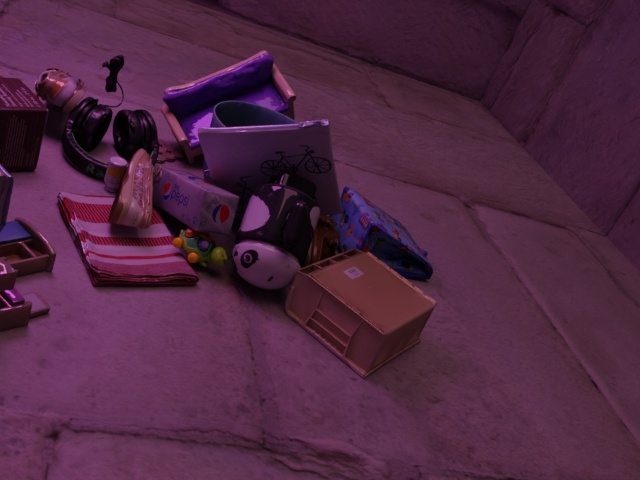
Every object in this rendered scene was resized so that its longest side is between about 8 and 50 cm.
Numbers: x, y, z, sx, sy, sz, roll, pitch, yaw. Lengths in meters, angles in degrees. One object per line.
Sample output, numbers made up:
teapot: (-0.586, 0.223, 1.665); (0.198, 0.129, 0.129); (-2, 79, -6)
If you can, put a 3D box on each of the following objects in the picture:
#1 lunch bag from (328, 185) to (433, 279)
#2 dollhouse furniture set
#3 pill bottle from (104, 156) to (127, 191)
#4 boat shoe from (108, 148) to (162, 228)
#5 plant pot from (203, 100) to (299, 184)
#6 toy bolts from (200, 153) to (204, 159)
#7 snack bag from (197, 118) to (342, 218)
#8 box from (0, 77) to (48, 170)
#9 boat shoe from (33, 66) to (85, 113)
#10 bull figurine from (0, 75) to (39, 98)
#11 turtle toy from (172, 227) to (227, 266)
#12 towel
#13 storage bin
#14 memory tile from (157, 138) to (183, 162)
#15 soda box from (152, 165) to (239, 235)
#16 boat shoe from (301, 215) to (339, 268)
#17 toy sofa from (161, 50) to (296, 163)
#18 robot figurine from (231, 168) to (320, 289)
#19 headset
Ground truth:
lunch bag: (0.190, -0.005, 2.089); (0.293, 0.138, 0.221); (20, 23, -29)
dollhouse furniture set: (-0.558, -0.054, 1.349); (0.286, 0.303, 0.198); (38, 31, 24)
pill bottle: (-0.508, -0.162, 1.824); (0.043, 0.083, 0.043); (20, 27, -11)
boat shoe: (-0.429, -0.118, 1.744); (0.089, 0.104, 0.285); (22, 33, -17)
plant pot: (-0.184, -0.206, 2.002); (0.293, 0.235, 0.293); (19, 28, -10)
toy bolts: (-0.287, -0.312, 2.280); (0.218, 0.158, 0.228); (-35, 66, -13)
snack bag: (-0.120, -0.168, 1.797); (0.323, 0.342, 0.037); (-2, 53, 7)
box: (-0.773, -0.270, 1.709); (0.203, 0.167, 0.168); (-10, 42, -48)
boat shoe: (-0.709, -0.417, 1.993); (0.103, 0.113, 0.302); (40, -7, -28)
bull figurine: (-0.862, -0.376, 1.851); (0.188, 0.101, 0.310); (58, 35, -6)
turtle toy: (-0.270, 0.016, 1.688); (0.130, 0.066, 0.095); (42, 9, 9)
towel: (-0.438, -0.010, 1.662); (0.237, 0.037, 0.329); (2, 34, -38)
storage bin: (0.093, 0.153, 1.711); (0.260, 0.123, 0.262); (37, 30, 23)
memory tile: (-0.477, -0.267, 2.119); (0.148, 0.012, 0.113); (36, 29, 20)
soda box: (-0.305, -0.098, 1.761); (0.091, 0.098, 0.286); (9, 10, -36)
boat shoe: (0.000, 0.000, 1.919); (0.104, 0.111, 0.307); (19, 27, -8)
toy sofa: (-0.261, -0.383, 2.123); (0.362, 0.177, 0.150); (-25, 63, -13)
robot figurine: (-0.104, -0.023, 1.719); (0.173, 0.209, 0.278); (12, 69, 14)
headset: (-0.550, -0.323, 1.969); (0.243, 0.185, 0.394); (11, 41, -26)
